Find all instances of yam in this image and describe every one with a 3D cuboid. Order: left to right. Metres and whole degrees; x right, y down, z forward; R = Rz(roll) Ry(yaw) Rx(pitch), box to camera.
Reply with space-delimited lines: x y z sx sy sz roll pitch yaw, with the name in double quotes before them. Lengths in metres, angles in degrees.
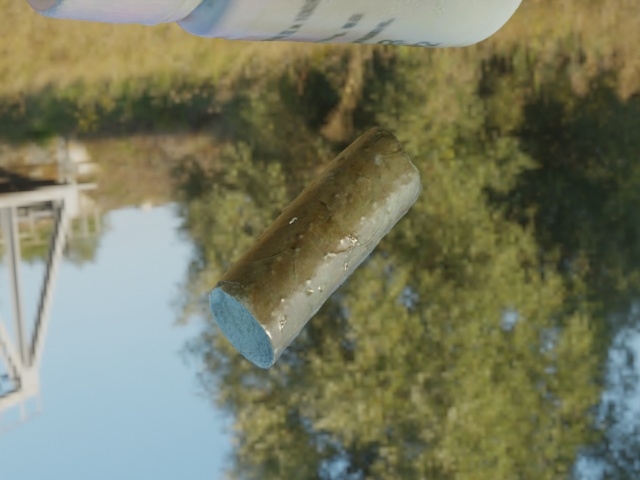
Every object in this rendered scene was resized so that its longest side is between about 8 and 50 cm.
"yam" 0.000 0.000 1.226 0.093 0.093 0.259 2 -138 51

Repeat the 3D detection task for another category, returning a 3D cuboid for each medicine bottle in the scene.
"medicine bottle" -0.032 -0.263 1.012 0.388 0.219 0.219 -4 -176 -30
